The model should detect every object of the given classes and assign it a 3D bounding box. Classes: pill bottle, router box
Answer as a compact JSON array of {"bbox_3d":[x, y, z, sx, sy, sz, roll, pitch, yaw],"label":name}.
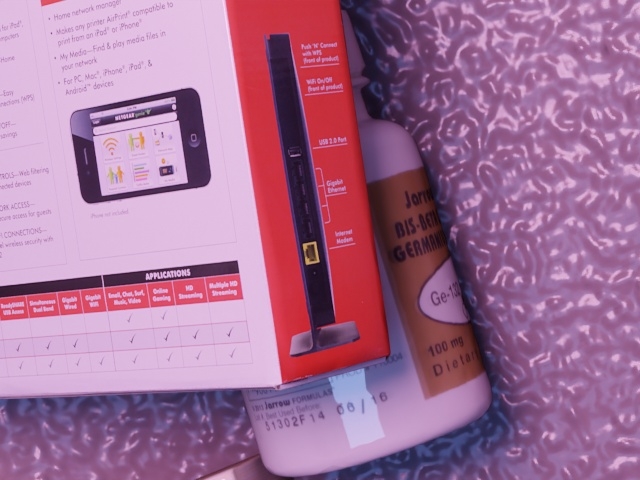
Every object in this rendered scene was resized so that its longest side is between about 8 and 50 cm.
[{"bbox_3d":[0.000,0.000,0.976,0.131,0.131,0.229,-17,91,10],"label":"pill bottle"},{"bbox_3d":[-0.133,-0.072,0.935,0.335,0.082,0.301,-5,93,42],"label":"router box"}]

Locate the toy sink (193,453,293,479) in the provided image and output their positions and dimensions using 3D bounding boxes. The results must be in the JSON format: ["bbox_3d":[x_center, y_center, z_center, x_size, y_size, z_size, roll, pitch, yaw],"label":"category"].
[{"bbox_3d":[-0.058,0.254,1.005,0.152,0.131,0.234,-24,85,10],"label":"toy sink"}]
